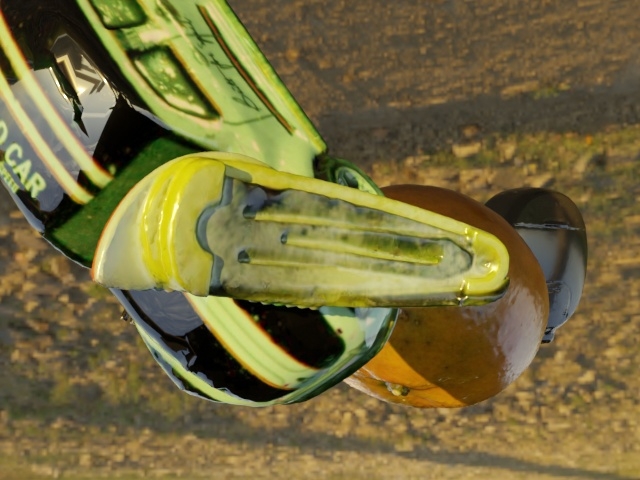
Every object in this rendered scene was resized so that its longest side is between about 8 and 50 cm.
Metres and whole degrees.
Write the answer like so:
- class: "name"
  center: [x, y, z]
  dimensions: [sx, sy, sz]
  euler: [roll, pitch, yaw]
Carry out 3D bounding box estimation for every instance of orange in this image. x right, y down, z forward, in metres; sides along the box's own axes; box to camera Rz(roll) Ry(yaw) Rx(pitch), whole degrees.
- class: "orange"
  center: [0.089, 0.058, 0.845]
  dimensions: [0.240, 0.171, 0.240]
  euler: [16, 150, 10]

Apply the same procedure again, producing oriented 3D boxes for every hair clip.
- class: "hair clip"
  center: [0.000, 0.000, 0.391]
  dimensions: [0.188, 0.060, 0.033]
  euler: [9, 180, -26]

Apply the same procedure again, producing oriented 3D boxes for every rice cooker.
- class: "rice cooker"
  center: [0.248, 0.033, 1.140]
  dimensions: [0.142, 0.203, 0.118]
  euler: [5, -171, -28]

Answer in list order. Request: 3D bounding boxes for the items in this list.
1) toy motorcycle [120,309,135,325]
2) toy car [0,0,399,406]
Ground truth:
- class: "toy motorcycle"
  center: [-0.168, -0.028, 1.311]
  dimensions: [0.212, 0.358, 0.125]
  euler: [-18, 125, 22]
- class: "toy car"
  center: [-0.089, -0.049, 0.462]
  dimensions: [0.136, 0.306, 0.125]
  euler: [-37, 172, 26]
